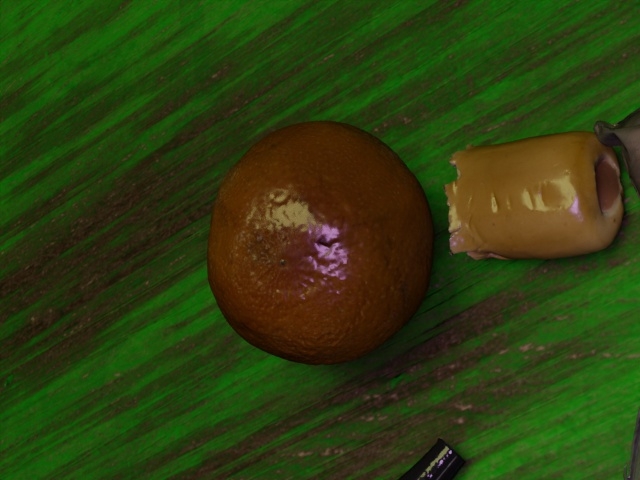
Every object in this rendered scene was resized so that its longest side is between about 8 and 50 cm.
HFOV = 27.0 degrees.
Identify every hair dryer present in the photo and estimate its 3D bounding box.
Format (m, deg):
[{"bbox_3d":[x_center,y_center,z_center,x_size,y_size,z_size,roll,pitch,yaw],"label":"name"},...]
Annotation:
[{"bbox_3d":[0.116,0.321,1.276,0.195,0.075,0.219,-48,56,-3],"label":"hair dryer"}]

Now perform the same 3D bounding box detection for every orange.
[{"bbox_3d":[0.000,0.000,1.398,0.264,0.264,0.264,-18,57,31],"label":"orange"}]

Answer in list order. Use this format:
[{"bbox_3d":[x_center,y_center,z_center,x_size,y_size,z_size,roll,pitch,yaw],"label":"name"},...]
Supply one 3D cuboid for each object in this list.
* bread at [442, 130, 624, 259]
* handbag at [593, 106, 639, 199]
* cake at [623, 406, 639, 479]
[{"bbox_3d":[0.217,-0.048,1.353,0.173,0.085,0.134,-10,62,36],"label":"bread"},{"bbox_3d":[0.390,-0.100,1.218,0.270,0.117,0.183,-33,62,30],"label":"handbag"},{"bbox_3d":[0.357,0.273,1.100,0.158,0.172,0.284,24,117,50],"label":"cake"}]
